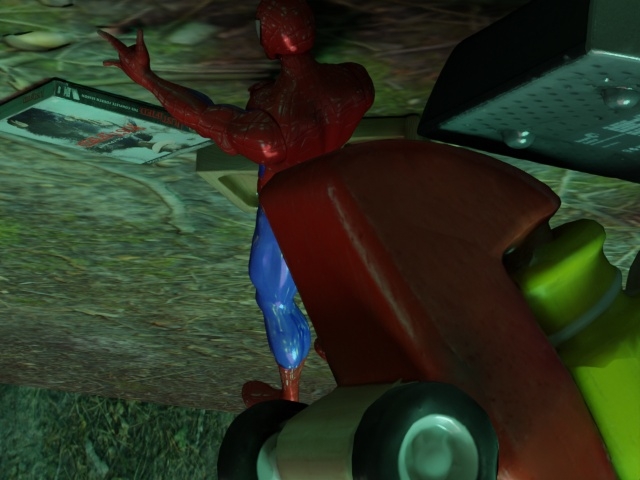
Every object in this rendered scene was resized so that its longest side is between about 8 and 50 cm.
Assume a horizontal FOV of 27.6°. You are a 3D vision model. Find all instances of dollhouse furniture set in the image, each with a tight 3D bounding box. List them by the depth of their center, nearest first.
[{"bbox_3d":[0.000,0.000,0.862,0.151,0.123,0.144,-1,167,13],"label":"dollhouse furniture set"}]

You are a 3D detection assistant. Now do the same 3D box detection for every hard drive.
[{"bbox_3d":[0.187,-0.055,0.542,0.254,0.054,0.172,9,171,-17],"label":"hard drive"}]

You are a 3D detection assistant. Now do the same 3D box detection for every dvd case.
[{"bbox_3d":[-0.135,-0.072,0.817,0.119,0.013,0.087,11,165,-39],"label":"dvd case"}]

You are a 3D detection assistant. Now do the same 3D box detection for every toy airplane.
[{"bbox_3d":[0.171,0.114,0.628,0.386,0.272,0.384,22,151,24],"label":"toy airplane"}]

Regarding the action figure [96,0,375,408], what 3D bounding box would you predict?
[{"bbox_3d":[-0.037,-0.031,0.719,0.091,0.139,0.280,-33,145,-28],"label":"action figure"}]
